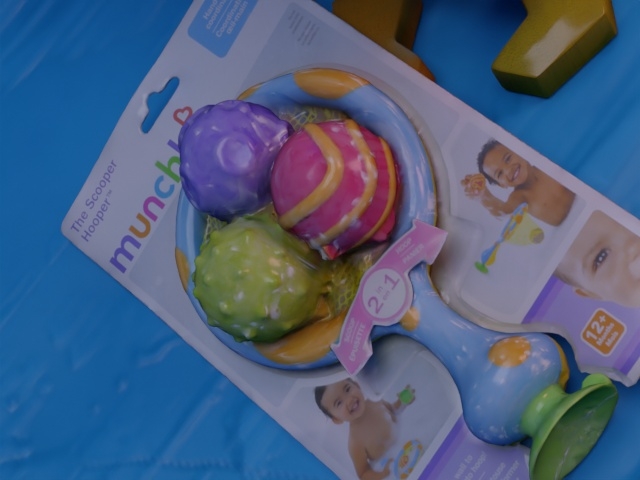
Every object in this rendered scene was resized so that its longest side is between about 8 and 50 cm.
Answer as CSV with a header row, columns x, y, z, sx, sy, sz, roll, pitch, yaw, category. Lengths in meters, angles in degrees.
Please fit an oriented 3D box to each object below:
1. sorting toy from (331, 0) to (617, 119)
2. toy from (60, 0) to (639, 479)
x,y,z,sx,sy,sz,roll,pitch,yaw,category
0.068,-0.195,0.605,0.229,0.041,0.307,-12,65,20,sorting toy
0.000,0.000,0.538,0.237,0.056,0.137,37,100,26,toy
